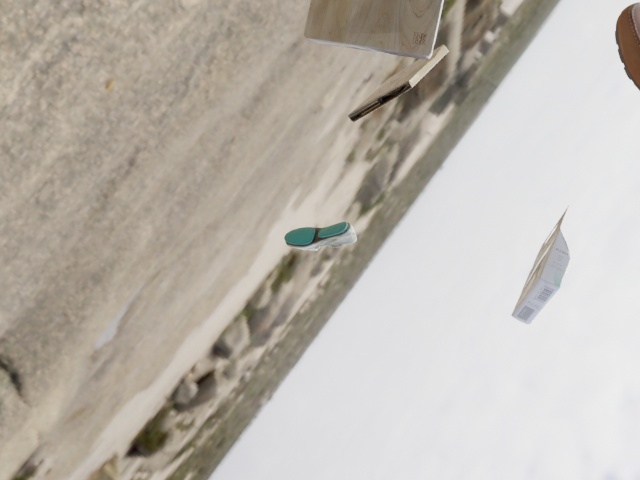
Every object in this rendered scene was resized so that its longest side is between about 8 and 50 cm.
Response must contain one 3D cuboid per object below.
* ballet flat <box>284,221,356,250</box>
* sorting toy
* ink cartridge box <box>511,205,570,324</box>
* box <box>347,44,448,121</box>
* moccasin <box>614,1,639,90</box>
[{"bbox_3d":[0.000,0.000,1.816,0.168,0.052,0.057,-7,-135,32],"label":"ballet flat"},{"bbox_3d":[0.122,-0.495,1.700,0.089,0.256,0.257,30,72,-78],"label":"sorting toy"},{"bbox_3d":[0.514,0.057,1.916,0.224,0.056,0.181,-56,170,-32],"label":"ink cartridge box"},{"bbox_3d":[0.161,-0.321,1.737,0.164,0.021,0.201,-26,-165,42],"label":"box"},{"bbox_3d":[0.698,-0.303,1.632,0.139,0.380,0.147,-10,158,-29],"label":"moccasin"}]
